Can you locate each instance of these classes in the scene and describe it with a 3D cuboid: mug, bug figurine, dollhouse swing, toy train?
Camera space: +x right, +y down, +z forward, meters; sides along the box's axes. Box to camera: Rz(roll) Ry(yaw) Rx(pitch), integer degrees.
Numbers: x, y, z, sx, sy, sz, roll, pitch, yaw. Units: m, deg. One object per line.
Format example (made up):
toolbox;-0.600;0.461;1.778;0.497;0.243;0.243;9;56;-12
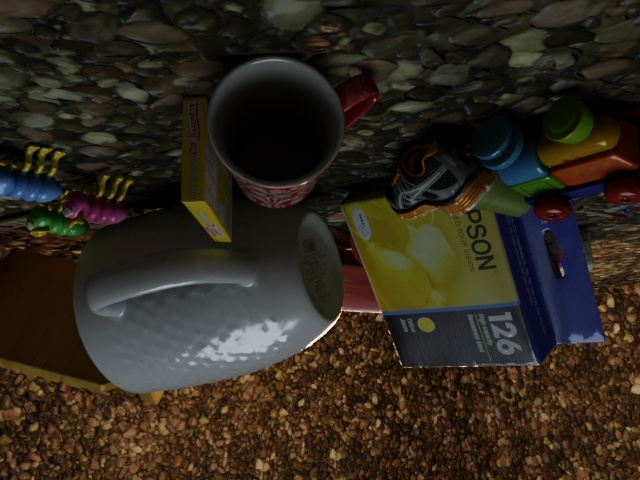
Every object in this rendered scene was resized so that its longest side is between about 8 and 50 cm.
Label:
mug;-0.024;-0.088;0.624;0.150;0.113;0.169;-1;173;-4
bug figurine;-0.372;-0.044;0.849;0.216;0.072;0.279;7;165;-44
dollhouse swing;-0.443;0.217;1.247;0.347;0.315;0.304;15;129;0
mug;-0.164;0.065;0.946;0.328;0.276;0.374;-13;169;21
toy train;0.290;-0.106;0.679;0.143;0.105;0.248;21;157;-34

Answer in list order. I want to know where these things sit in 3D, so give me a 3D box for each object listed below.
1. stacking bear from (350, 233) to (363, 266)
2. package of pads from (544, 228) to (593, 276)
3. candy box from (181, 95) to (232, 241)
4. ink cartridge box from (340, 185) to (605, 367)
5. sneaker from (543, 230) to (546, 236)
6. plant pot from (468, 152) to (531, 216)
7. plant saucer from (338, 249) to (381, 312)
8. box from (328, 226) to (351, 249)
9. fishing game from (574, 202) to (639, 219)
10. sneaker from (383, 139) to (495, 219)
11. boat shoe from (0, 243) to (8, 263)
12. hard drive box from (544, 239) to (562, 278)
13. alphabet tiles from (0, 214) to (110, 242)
stacking bear;0.189;0.008;1.088;0.289;0.175;0.164;5;-142;19
package of pads;0.486;0.050;1.542;0.229;0.101;0.296;-6;169;11
candy box;-0.118;-0.067;0.712;0.027;0.105;0.206;-3;169;-1
ink cartridge box;0.218;0.047;0.959;0.307;0.303;0.072;-9;-158;34
sneaker;0.345;-0.006;1.199;0.098;0.083;0.223;6;146;9
plant pot;0.222;-0.065;0.823;0.079;0.083;0.083;20;163;-16
plant saucer;0.080;0.076;1.394;0.333;0.084;0.332;3;-173;0
box;0.000;0.000;1.323;0.094;0.027;0.137;-5;170;19
fishing game;0.515;-0.091;0.962;0.189;0.041;0.264;4;159;-35
sneaker;0.128;-0.081;0.816;0.083;0.084;0.215;41;167;-14
boat shoe;-0.649;0.047;1.206;0.105;0.110;0.307;3;159;-11
hard drive box;0.390;0.114;1.302;0.181;0.089;0.232;-26;-159;19
alphabet tiles;-0.427;-0.019;1.131;0.198;0.009;0.237;-8;170;28
